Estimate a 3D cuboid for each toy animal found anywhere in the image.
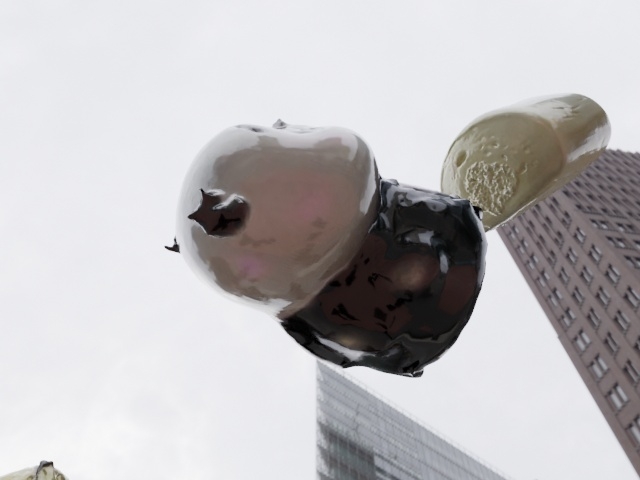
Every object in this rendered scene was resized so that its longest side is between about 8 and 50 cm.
[{"bbox_3d":[0.000,0.000,0.660,0.310,0.251,0.251,20,-65,-19],"label":"toy animal"}]

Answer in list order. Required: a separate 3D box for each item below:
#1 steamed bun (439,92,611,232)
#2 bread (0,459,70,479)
[{"bbox_3d":[0.305,-0.129,0.961,0.155,0.200,0.250,58,-37,9],"label":"steamed bun"},{"bbox_3d":[-0.357,0.355,0.684,0.170,0.197,0.197,-28,-66,0],"label":"bread"}]
